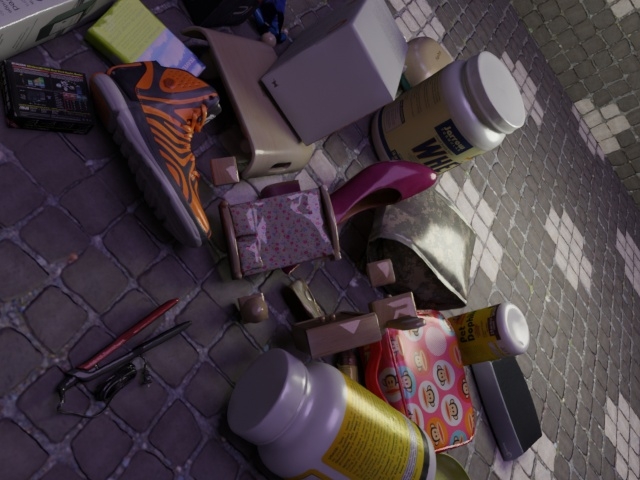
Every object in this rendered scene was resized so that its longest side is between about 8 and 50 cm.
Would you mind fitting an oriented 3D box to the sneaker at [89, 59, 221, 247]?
[{"bbox_3d":[-0.223,-0.158,0.930,0.180,0.124,0.321,-29,94,-29],"label":"sneaker"}]

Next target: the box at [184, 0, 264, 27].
[{"bbox_3d":[-0.220,-0.598,1.147,0.143,0.165,0.270,-31,94,-48],"label":"box"}]

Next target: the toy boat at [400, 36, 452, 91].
[{"bbox_3d":[0.337,-0.442,1.676,0.318,0.148,0.267,46,39,-9],"label":"toy boat"}]

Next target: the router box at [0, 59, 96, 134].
[{"bbox_3d":[-0.413,-0.214,0.859,0.122,0.038,0.092,-3,74,-47],"label":"router box"}]

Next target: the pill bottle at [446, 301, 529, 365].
[{"bbox_3d":[0.353,0.220,1.294,0.117,0.215,0.117,22,56,-37],"label":"pill bottle"}]

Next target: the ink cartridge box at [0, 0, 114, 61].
[{"bbox_3d":[-0.462,-0.413,0.842,0.211,0.121,0.289,50,43,-16],"label":"ink cartridge box"}]

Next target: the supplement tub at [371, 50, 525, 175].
[{"bbox_3d":[0.315,-0.301,1.428,0.235,0.324,0.236,22,57,-37],"label":"supplement tub"}]

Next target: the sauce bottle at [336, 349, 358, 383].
[{"bbox_3d":[0.052,0.250,1.104,0.042,0.042,0.128,22,55,-37],"label":"sauce bottle"}]

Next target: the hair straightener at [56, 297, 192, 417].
[{"bbox_3d":[-0.269,0.176,0.808,0.089,0.047,0.230,58,42,-7],"label":"hair straightener"}]

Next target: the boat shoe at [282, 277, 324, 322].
[{"bbox_3d":[-0.014,0.145,1.080,0.048,0.056,0.153,-33,88,-44],"label":"boat shoe"}]

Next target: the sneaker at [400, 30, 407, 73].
[{"bbox_3d":[0.167,-0.544,1.527,0.114,0.152,0.305,9,64,-41],"label":"sneaker"}]

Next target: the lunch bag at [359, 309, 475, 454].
[{"bbox_3d":[0.187,0.290,1.163,0.258,0.120,0.293,6,67,-43],"label":"lunch bag"}]

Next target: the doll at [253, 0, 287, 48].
[{"bbox_3d":[-0.116,-0.518,1.304,0.129,0.046,0.189,28,58,-45],"label":"doll"}]

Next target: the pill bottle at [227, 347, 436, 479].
[{"bbox_3d":[0.020,0.319,0.927,0.334,0.187,0.188,40,47,-26],"label":"pill bottle"}]

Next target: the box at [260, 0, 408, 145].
[{"bbox_3d":[0.047,-0.384,1.218,0.168,0.215,0.345,55,30,-23],"label":"box"}]

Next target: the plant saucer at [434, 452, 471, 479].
[{"bbox_3d":[0.244,0.560,1.152,0.240,0.037,0.241,22,56,-37],"label":"plant saucer"}]

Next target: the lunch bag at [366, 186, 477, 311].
[{"bbox_3d":[0.213,-0.001,1.297,0.287,0.168,0.235,45,45,-27],"label":"lunch bag"}]

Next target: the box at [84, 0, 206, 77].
[{"bbox_3d":[-0.304,-0.332,0.999,0.178,0.042,0.109,42,69,-24],"label":"box"}]

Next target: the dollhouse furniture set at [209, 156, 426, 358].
[{"bbox_3d":[0.000,0.000,0.956,0.303,0.174,0.356,-12,88,-14],"label":"dollhouse furniture set"}]

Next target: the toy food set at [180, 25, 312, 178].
[{"bbox_3d":[-0.145,-0.275,1.141,0.219,0.092,0.306,-19,86,-60],"label":"toy food set"}]

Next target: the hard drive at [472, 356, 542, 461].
[{"bbox_3d":[0.483,0.411,1.455,0.172,0.054,0.255,-9,77,-47],"label":"hard drive"}]

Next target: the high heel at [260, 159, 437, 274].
[{"bbox_3d":[0.075,-0.045,1.126,0.377,0.127,0.181,-12,69,-10],"label":"high heel"}]
